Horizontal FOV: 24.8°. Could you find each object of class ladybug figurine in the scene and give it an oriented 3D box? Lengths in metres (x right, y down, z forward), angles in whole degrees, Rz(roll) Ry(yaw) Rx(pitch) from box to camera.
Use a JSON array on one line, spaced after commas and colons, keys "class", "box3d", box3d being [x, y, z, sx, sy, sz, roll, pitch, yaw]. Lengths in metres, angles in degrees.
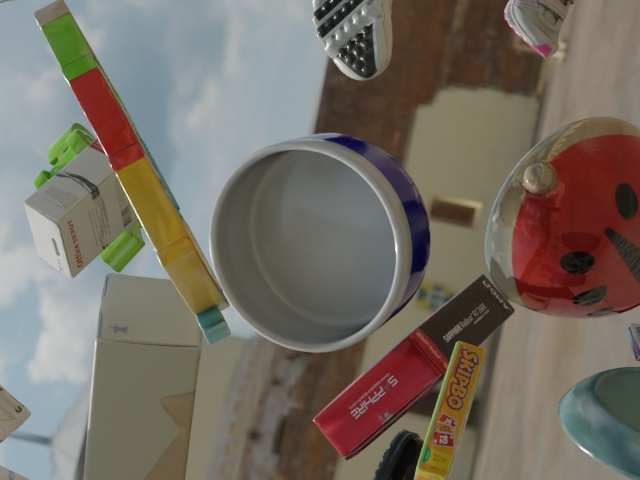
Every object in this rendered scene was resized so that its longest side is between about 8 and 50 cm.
[{"class": "ladybug figurine", "box3d": [0.389, -0.012, 2.054, 0.305, 0.162, 0.449, -53, -31, 8]}]

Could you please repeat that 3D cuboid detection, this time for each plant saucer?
[{"class": "plant saucer", "box3d": [0.442, 0.223, 1.728, 0.317, 0.318, 0.043, -63, -14, -70]}]

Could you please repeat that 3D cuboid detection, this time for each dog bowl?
[{"class": "dog bowl", "box3d": [0.000, 0.000, 1.815, 0.104, 0.265, 0.265, -25, -52, -62]}]

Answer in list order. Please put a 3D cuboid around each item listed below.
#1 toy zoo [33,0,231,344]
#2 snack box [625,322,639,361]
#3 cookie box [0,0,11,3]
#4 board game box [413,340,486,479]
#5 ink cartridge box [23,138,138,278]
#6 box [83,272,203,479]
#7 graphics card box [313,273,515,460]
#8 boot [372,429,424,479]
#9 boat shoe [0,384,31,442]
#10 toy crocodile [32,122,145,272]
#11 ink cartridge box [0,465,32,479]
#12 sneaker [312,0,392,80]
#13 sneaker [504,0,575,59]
[{"class": "toy zoo", "box3d": [-0.147, -0.044, 1.234, 0.293, 0.030, 0.192, 61, 177, 17]}, {"class": "snack box", "box3d": [0.575, 0.172, 2.316, 0.022, 0.178, 0.064, 118, 152, -43]}, {"class": "cookie box", "box3d": [-0.470, -0.420, 2.357, 0.092, 0.107, 0.040, -10, 97, 60]}, {"class": "board game box", "box3d": [0.113, 0.197, 1.377, 0.259, 0.039, 0.124, 96, -167, -67]}, {"class": "ink cartridge box", "box3d": [-0.256, -0.040, 1.608, 0.135, 0.056, 0.099, -46, -29, -31]}, {"class": "box", "box3d": [-0.214, 0.208, 1.731, 0.148, 0.121, 0.311, -94, 12, -58]}, {"class": "graphics card box", "box3d": [0.158, 0.197, 2.340, 0.233, 0.094, 0.371, -45, -8, 28]}, {"class": "boot", "box3d": [0.277, 0.553, 2.420, 0.146, 0.445, 0.367, 35, -107, -67]}, {"class": "boat shoe", "box3d": [-0.570, 0.201, 2.370, 0.277, 0.096, 0.098, 61, 164, -26]}, {"class": "toy crocodile", "box3d": [-0.343, -0.069, 2.221, 0.115, 0.340, 0.105, -50, -46, 9]}, {"class": "ink cartridge box", "box3d": [-0.403, 0.317, 1.757, 0.088, 0.122, 0.052, -37, 40, 24]}, {"class": "sneaker", "box3d": [0.050, -0.324, 1.742, 0.110, 0.118, 0.292, -30, 62, 40]}, {"class": "sneaker", "box3d": [0.392, -0.425, 2.541, 0.111, 0.103, 0.252, -33, 40, 33]}]
